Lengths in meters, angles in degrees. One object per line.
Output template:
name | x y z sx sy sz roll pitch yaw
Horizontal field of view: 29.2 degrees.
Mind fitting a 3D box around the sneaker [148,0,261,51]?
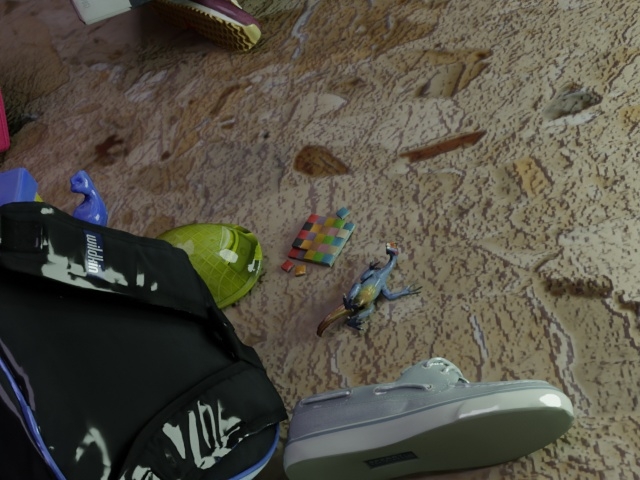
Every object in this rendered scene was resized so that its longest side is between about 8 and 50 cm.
sneaker | -0.121 -0.275 1.389 0.185 0.069 0.084 27 73 39

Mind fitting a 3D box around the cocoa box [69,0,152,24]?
cocoa box | -0.185 -0.443 1.403 0.228 0.231 0.347 -16 31 13

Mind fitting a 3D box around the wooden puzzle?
wooden puzzle | 0.000 0.000 1.133 0.049 0.006 0.083 12 58 34

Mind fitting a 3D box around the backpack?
backpack | -0.165 0.126 0.924 0.213 0.263 0.276 -39 72 34

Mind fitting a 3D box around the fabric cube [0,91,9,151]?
fabric cube | -0.535 -0.180 1.320 0.259 0.254 0.258 3 22 29

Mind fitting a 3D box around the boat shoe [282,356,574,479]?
boat shoe | 0.076 0.128 0.932 0.227 0.079 0.081 -15 51 19

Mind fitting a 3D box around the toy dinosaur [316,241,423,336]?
toy dinosaur | 0.039 0.036 1.061 0.090 0.047 0.082 -14 28 30

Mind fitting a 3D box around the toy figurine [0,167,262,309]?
toy figurine | -0.261 0.024 1.095 0.362 0.217 0.191 -9 48 20
